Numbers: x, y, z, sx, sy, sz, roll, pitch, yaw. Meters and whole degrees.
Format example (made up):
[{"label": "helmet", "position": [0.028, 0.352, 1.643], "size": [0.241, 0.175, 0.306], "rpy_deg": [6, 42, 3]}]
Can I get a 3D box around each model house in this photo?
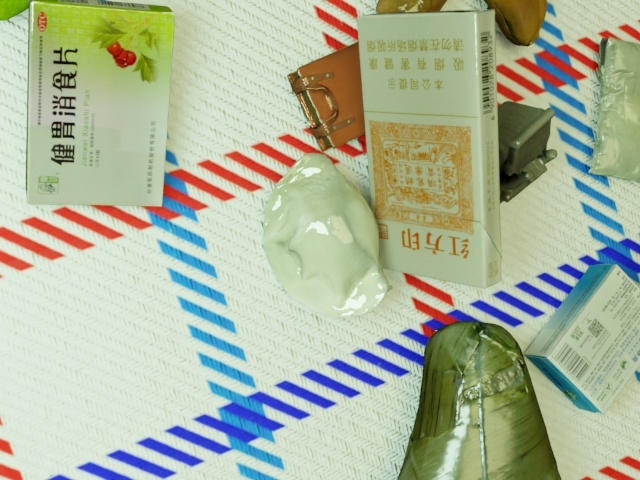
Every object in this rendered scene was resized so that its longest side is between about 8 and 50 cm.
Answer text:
[{"label": "model house", "position": [0.252, -0.116, 1.401], "size": [0.229, 0.188, 0.122], "rpy_deg": [-33, 83, -18]}]

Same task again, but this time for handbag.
[{"label": "handbag", "position": [0.059, -0.223, 1.392], "size": [0.190, 0.063, 0.127], "rpy_deg": [-27, 97, -21]}]

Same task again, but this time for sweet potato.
[{"label": "sweet potato", "position": [0.165, -0.410, 1.425], "size": [0.097, 0.097, 0.251], "rpy_deg": [36, 70, -14]}]

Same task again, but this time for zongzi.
[{"label": "zongzi", "position": [0.150, 0.302, 1.362], "size": [0.360, 0.160, 0.323], "rpy_deg": [-19, 88, -12]}]

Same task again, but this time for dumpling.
[{"label": "dumpling", "position": [-0.002, -0.004, 1.342], "size": [0.166, 0.126, 0.216], "rpy_deg": [-24, 111, 8]}]

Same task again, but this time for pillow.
[{"label": "pillow", "position": [0.510, -0.207, 1.552], "size": [0.148, 0.050, 0.229], "rpy_deg": [7, 89, -14]}]

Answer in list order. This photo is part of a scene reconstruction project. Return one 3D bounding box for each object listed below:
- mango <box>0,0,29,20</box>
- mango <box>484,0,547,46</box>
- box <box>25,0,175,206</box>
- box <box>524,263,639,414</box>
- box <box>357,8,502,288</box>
[{"label": "mango", "position": [-0.336, -0.429, 1.209], "size": [0.192, 0.156, 0.343], "rpy_deg": [38, 84, -42]}, {"label": "mango", "position": [0.297, -0.383, 1.471], "size": [0.105, 0.084, 0.159], "rpy_deg": [-34, 120, -33]}, {"label": "box", "position": [-0.285, -0.174, 1.223], "size": [0.175, 0.062, 0.260], "rpy_deg": [0, 111, -19]}, {"label": "box", "position": [0.437, 0.152, 1.499], "size": [0.139, 0.073, 0.194], "rpy_deg": [44, 75, -12]}, {"label": "box", "position": [0.149, -0.126, 1.300], "size": [0.051, 0.204, 0.365], "rpy_deg": [-20, 112, -42]}]
